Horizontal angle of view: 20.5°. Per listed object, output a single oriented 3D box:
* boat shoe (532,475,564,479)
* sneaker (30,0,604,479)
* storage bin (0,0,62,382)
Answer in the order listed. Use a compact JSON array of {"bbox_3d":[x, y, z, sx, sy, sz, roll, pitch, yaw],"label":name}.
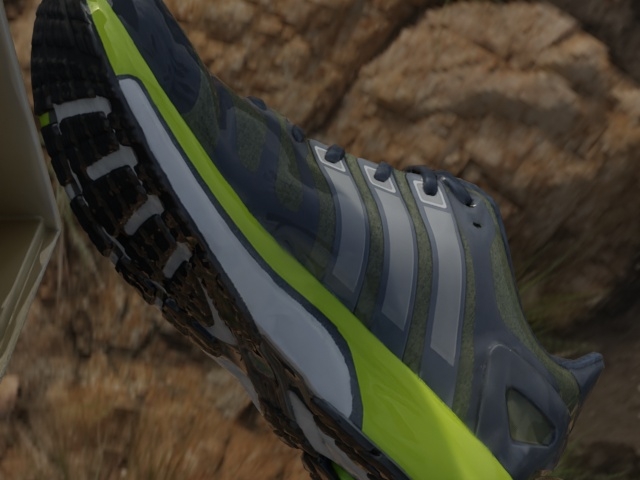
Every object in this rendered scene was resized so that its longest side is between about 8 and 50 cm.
[{"bbox_3d":[0.062,0.136,0.504,0.064,0.060,0.178,35,29,-14],"label":"boat shoe"},{"bbox_3d":[0.000,0.000,0.720,0.121,0.111,0.300,-47,110,-23],"label":"sneaker"},{"bbox_3d":[-0.242,-0.025,0.871,0.123,0.262,0.260,1,40,9],"label":"storage bin"}]
